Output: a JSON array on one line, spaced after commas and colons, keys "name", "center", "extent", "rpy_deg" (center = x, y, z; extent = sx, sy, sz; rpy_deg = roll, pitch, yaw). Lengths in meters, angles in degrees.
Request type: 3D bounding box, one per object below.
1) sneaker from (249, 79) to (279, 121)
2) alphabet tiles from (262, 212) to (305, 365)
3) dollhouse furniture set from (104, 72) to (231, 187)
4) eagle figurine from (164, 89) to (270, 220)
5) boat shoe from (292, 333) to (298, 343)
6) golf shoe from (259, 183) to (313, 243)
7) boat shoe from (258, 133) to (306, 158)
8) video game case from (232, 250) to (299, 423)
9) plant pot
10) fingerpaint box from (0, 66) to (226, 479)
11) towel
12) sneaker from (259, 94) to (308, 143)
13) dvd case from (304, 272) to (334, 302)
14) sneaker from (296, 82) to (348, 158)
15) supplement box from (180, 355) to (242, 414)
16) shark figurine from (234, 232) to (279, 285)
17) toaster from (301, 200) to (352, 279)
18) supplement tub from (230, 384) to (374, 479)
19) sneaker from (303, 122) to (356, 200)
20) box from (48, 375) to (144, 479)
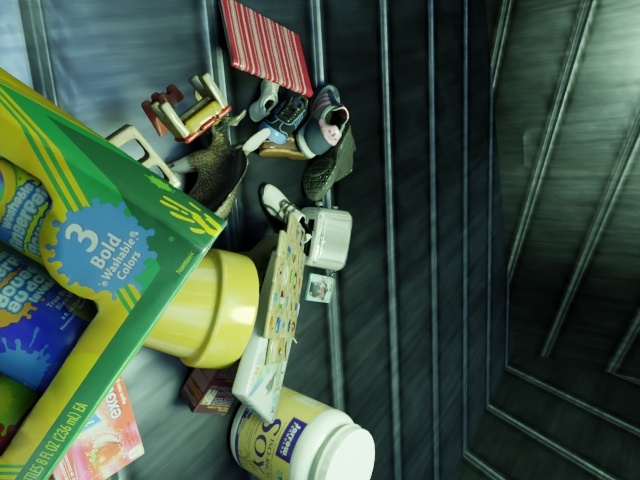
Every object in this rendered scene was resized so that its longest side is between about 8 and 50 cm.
[{"name": "sneaker", "center": [-0.134, -0.384, 1.091], "extent": [0.053, 0.061, 0.152], "rpy_deg": [35, 67, -43]}, {"name": "alphabet tiles", "center": [-0.080, 0.119, 0.987], "extent": [0.285, 0.011, 0.343], "rpy_deg": [58, 39, -76]}, {"name": "dollhouse furniture set", "center": [-0.330, -0.121, 0.721], "extent": [0.374, 0.201, 0.152], "rpy_deg": [-44, 126, -17]}, {"name": "eagle figurine", "center": [-0.243, -0.140, 0.906], "extent": [0.226, 0.225, 0.299], "rpy_deg": [8, 77, -59]}, {"name": "boat shoe", "center": [-0.096, 0.253, 1.211], "extent": [0.042, 0.048, 0.133], "rpy_deg": [-45, 121, -27]}, {"name": "golf shoe", "center": [-0.086, -0.080, 1.133], "extent": [0.198, 0.093, 0.077], "rpy_deg": [56, 48, -13]}, {"name": "boat shoe", "center": [-0.097, -0.267, 1.141], "extent": [0.207, 0.073, 0.073], "rpy_deg": [-13, 96, -56]}, {"name": "video game case", "center": [-0.115, 0.240, 0.989], "extent": [0.300, 0.036, 0.329], "rpy_deg": [82, 18, -56]}, {"name": "plant pot", "center": [-0.291, 0.127, 0.847], "extent": [0.238, 0.254, 0.254], "rpy_deg": [17, 81, -32]}, {"name": "fingerpaint box", "center": [-0.400, 0.063, 0.495], "extent": [0.371, 0.163, 0.445], "rpy_deg": [36, 98, -11]}, {"name": "towel", "center": [-0.134, -0.488, 1.054], "extent": [0.274, 0.031, 0.199], "rpy_deg": [1, 71, -49]}, {"name": "sneaker", "center": [-0.089, -0.323, 1.062], "extent": [0.081, 0.090, 0.232], "rpy_deg": [33, 29, -8]}, {"name": "dvd case", "center": [-0.001, 0.156, 1.338], "extent": [0.119, 0.013, 0.087], "rpy_deg": [18, 80, -49]}, {"name": "sneaker", "center": [0.035, -0.365, 1.190], "extent": [0.112, 0.131, 0.319], "rpy_deg": [46, 42, -35]}, {"name": "supplement box", "center": [-0.237, 0.316, 0.990], "extent": [0.104, 0.080, 0.188], "rpy_deg": [30, 92, -47]}, {"name": "shark figurine", "center": [-0.194, 0.090, 1.070], "extent": [0.116, 0.166, 0.279], "rpy_deg": [18, 98, -23]}, {"name": "toaster", "center": [0.000, 0.000, 1.239], "extent": [0.146, 0.129, 0.227], "rpy_deg": [11, 89, -45]}, {"name": "supplement tub", "center": [-0.051, 0.541, 1.080], "extent": [0.241, 0.331, 0.241], "rpy_deg": [-7, 99, -48]}, {"name": "sneaker", "center": [0.046, -0.231, 1.287], "extent": [0.130, 0.109, 0.287], "rpy_deg": [51, 59, -46]}, {"name": "box", "center": [-0.448, 0.273, 0.733], "extent": [0.142, 0.154, 0.300], "rpy_deg": [-23, 112, -44]}]
